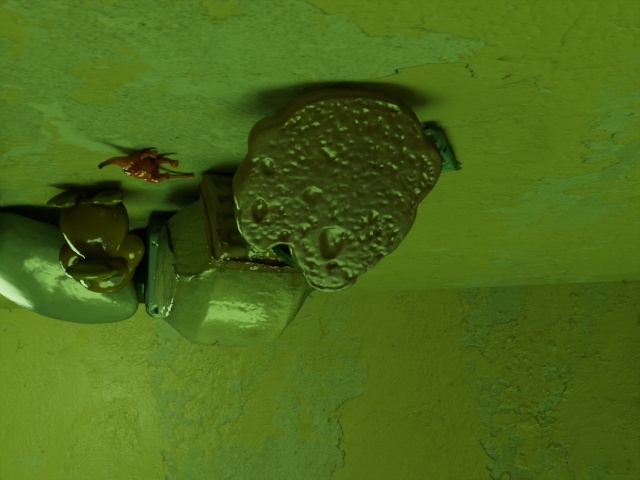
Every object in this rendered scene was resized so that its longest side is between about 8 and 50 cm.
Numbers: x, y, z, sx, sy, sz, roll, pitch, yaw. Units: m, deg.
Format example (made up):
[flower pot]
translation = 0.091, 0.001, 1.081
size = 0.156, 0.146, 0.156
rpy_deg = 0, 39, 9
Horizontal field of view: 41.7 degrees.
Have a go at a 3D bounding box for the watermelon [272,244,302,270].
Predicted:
[watermelon]
translation = 0.016, -0.059, 1.553
size = 0.269, 0.269, 0.269
rpy_deg = -2, 169, 0

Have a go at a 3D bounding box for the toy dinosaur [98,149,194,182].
[toy dinosaur]
translation = -0.319, -0.137, 1.602
size = 0.101, 0.055, 0.279
rpy_deg = 2, 174, 34

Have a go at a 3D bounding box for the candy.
[candy]
translation = -0.656, 0.091, 2.091
size = 0.427, 0.186, 0.386
rpy_deg = 23, 156, -14

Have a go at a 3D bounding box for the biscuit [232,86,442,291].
[biscuit]
translation = 0.018, -0.085, 1.360
size = 0.312, 0.351, 0.057
rpy_deg = 17, -155, -16

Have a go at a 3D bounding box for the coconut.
[coconut]
translation = -0.183, 0.067, 1.908
size = 0.360, 0.346, 0.346
rpy_deg = 3, 167, -22

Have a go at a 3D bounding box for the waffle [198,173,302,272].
[waffle]
translation = -0.085, -0.033, 1.739
size = 0.328, 0.224, 0.098
rpy_deg = 2, 135, -24

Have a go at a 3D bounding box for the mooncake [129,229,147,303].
[mooncake]
translation = -0.424, 0.084, 2.348
size = 0.351, 0.187, 0.351
rpy_deg = 0, 167, 0

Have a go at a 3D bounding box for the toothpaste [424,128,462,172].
[toothpaste]
translation = 0.224, -0.162, 1.602
size = 0.075, 0.048, 0.297
rpy_deg = -8, 171, 12

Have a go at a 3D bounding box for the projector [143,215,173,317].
[projector]
translation = -0.340, 0.069, 2.115
size = 0.198, 0.250, 0.108
rpy_deg = 1, -154, -15

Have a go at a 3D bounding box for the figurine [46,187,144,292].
[figurine]
translation = -0.484, 0.002, 1.834
size = 0.215, 0.228, 0.215
rpy_deg = -1, 179, 0
